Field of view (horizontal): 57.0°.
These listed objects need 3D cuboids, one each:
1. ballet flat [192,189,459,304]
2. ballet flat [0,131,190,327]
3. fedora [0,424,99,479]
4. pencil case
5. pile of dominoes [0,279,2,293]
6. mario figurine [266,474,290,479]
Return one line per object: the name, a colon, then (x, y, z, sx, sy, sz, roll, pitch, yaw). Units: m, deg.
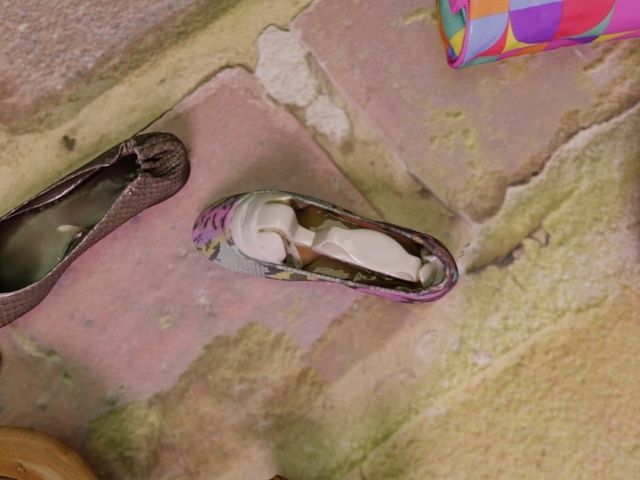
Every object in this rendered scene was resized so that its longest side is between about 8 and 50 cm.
ballet flat: (0.000, 0.000, 0.461, 0.222, 0.079, 0.076, 13, 79, 7)
ballet flat: (-0.217, -0.011, 0.485, 0.250, 0.058, 0.084, -35, 82, -7)
fedora: (-0.235, 0.227, 0.426, 0.195, 0.079, 0.194, 0, 76, 2)
pencil case: (0.214, -0.208, 0.481, 0.237, 0.104, 0.104, -12, 77, 3)
pile of dominoes: (-0.393, 0.092, 0.502, 0.252, 0.040, 0.195, 12, 75, -1)
mario figurine: (-0.076, 0.310, 0.343, 0.170, 0.198, 0.320, 31, 77, -3)
